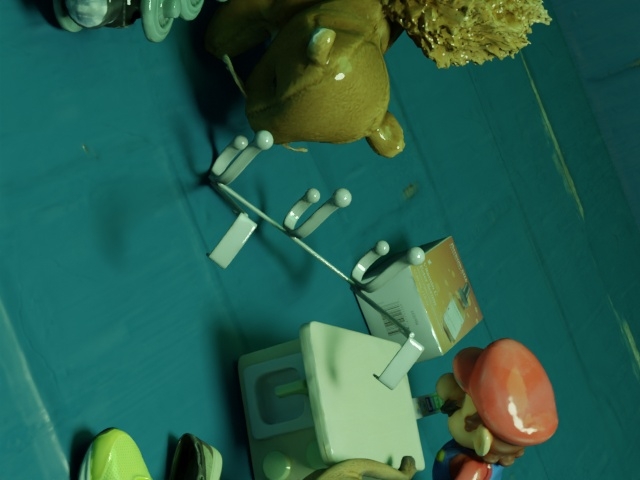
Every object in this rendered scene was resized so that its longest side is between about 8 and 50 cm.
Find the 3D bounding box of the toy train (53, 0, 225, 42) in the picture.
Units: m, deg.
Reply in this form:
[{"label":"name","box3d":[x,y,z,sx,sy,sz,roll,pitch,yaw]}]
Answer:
[{"label":"toy train","box3d":[-0.181,-0.331,1.460,0.334,0.142,0.190,-52,147,-60]}]

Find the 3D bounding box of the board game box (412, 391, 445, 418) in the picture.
[{"label":"board game box","box3d":[0.097,0.213,1.701,0.154,0.103,0.026,-1,74,-61]}]

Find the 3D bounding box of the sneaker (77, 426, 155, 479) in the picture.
[{"label":"sneaker","box3d":[-0.148,0.265,1.242,0.081,0.094,0.208,-11,81,-60]}]

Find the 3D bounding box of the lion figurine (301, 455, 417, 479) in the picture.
[{"label":"lion figurine","box3d":[-0.017,0.337,1.318,0.240,0.142,0.392,49,51,-43]}]

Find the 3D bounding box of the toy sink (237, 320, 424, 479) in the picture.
[{"label":"toy sink","box3d":[-0.001,0.189,1.514,0.234,0.131,0.152,19,56,-61]}]

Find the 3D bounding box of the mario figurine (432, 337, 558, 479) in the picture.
[{"label":"mario figurine","box3d":[0.166,0.243,1.655,0.170,0.320,0.198,12,31,-9]}]

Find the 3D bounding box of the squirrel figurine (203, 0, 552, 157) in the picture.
[{"label":"squirrel figurine","box3d":[0.053,-0.275,1.615,0.370,0.397,0.281,-91,156,-53]}]

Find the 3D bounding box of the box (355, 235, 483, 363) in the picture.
[{"label":"box","box3d":[0.133,0.082,1.861,0.170,0.091,0.130,-31,100,-61]}]

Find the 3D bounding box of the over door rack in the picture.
[{"label":"over door rack","box3d":[0.000,0.000,1.480,0.239,0.108,0.324,36,12,-15]}]

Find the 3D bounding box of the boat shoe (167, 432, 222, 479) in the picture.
[{"label":"boat shoe","box3d":[-0.132,0.253,1.330,0.049,0.056,0.152,46,27,-30]}]
